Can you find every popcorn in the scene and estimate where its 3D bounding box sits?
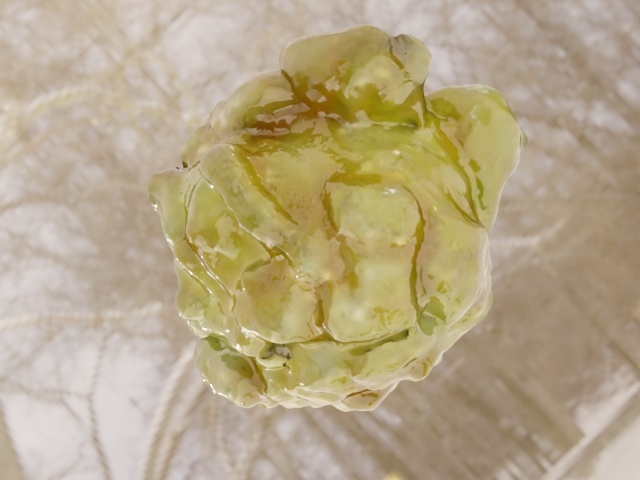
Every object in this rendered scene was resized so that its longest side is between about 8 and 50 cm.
[{"bbox_3d":[0.005,-0.002,1.396,0.274,0.279,0.335,9,-18,-26],"label":"popcorn"}]
